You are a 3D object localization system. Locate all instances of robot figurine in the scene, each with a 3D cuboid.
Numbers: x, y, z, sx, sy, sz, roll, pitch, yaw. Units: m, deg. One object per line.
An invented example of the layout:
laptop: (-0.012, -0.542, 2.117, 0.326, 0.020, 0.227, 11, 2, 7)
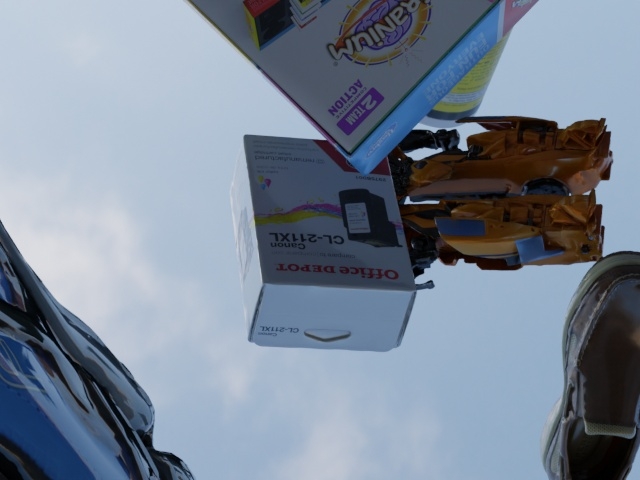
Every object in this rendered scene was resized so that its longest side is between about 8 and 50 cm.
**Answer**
robot figurine: (0.124, -0.048, 1.461, 0.291, 0.085, 0.211, 0, -136, 16)

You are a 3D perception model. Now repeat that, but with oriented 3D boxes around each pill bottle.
pill bottle: (0.146, -0.234, 1.674, 0.119, 0.208, 0.119, 10, -135, -10)

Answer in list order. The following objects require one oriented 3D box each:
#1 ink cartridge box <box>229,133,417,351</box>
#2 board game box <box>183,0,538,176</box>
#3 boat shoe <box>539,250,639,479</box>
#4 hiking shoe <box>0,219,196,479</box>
ink cartridge box: (0.000, 0.000, 1.265, 0.127, 0.072, 0.175, 3, -136, -14)
board game box: (0.004, -0.243, 1.204, 0.242, 0.064, 0.316, -45, -107, 2)
boat shoe: (0.254, 0.133, 1.337, 0.095, 0.257, 0.095, 2, -144, -3)
hiking shoe: (-0.128, 0.001, 0.351, 0.304, 0.113, 0.132, 49, -176, -14)
